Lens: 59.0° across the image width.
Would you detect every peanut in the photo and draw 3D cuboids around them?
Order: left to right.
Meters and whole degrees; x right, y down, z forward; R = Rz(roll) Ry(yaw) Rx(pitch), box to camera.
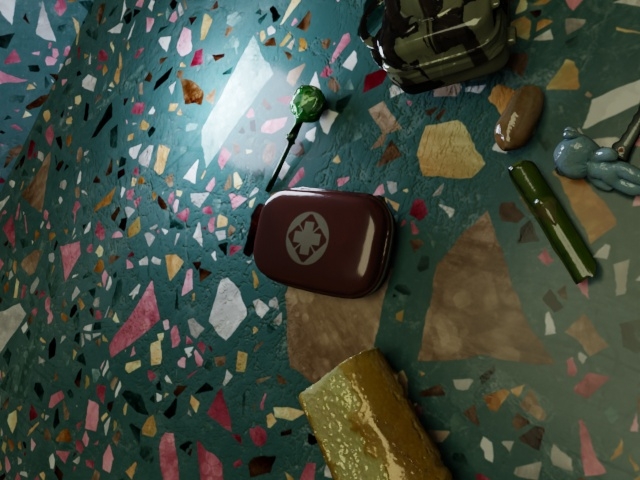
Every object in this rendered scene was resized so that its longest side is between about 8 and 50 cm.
[{"bbox_3d":[0.420,-0.257,1.192,0.076,0.076,0.152,27,91,35],"label":"peanut"}]

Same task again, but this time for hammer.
[{"bbox_3d":[0.638,-0.286,1.070,0.111,0.033,0.288,34,102,35],"label":"hammer"}]

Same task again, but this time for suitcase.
[{"bbox_3d":[0.254,-0.501,1.260,0.339,0.194,0.352,-9,59,33],"label":"suitcase"}]

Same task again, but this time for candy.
[{"bbox_3d":[-0.084,-0.273,1.550,0.097,0.097,0.324,40,112,32],"label":"candy"}]

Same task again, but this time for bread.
[{"bbox_3d":[0.126,0.440,1.225,0.236,0.165,0.376,-41,60,20],"label":"bread"}]

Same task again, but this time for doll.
[{"bbox_3d":[0.540,-0.150,1.087,0.179,0.120,0.075,24,55,26],"label":"doll"}]

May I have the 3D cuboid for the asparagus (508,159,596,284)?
[{"bbox_3d":[0.465,-0.042,1.131,0.060,0.067,0.278,-24,71,0],"label":"asparagus"}]

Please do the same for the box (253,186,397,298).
[{"bbox_3d":[0.000,0.000,1.419,0.403,0.108,0.263,8,87,36],"label":"box"}]
